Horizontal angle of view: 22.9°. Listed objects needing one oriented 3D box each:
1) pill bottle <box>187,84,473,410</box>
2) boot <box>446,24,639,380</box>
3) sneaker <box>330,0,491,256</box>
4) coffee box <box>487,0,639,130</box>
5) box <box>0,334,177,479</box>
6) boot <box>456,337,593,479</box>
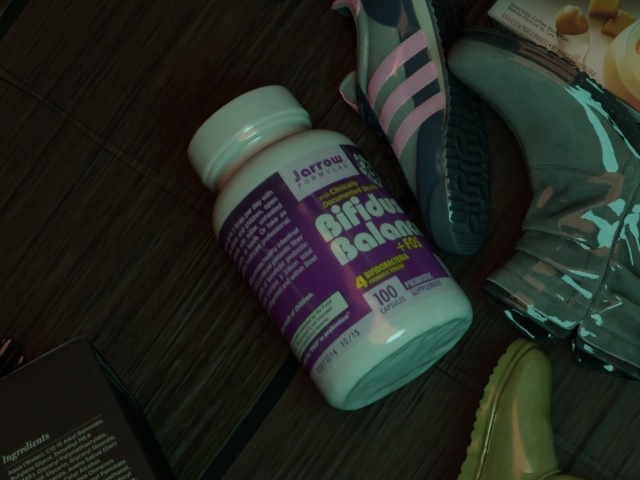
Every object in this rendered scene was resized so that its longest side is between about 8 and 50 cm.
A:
[{"bbox_3d":[0.000,0.000,1.533,0.169,0.169,0.301,-36,72,0],"label":"pill bottle"},{"bbox_3d":[0.216,-0.034,1.497,0.338,0.118,0.223,36,85,5],"label":"boot"},{"bbox_3d":[0.089,-0.127,1.597,0.131,0.112,0.319,-15,71,27],"label":"sneaker"},{"bbox_3d":[0.305,-0.196,1.560,0.246,0.098,0.141,37,85,18],"label":"coffee box"},{"bbox_3d":[-0.172,0.297,1.441,0.143,0.191,0.381,-31,62,-5],"label":"box"},{"bbox_3d":[0.265,0.232,1.435,0.269,0.089,0.236,14,78,25],"label":"boot"}]
